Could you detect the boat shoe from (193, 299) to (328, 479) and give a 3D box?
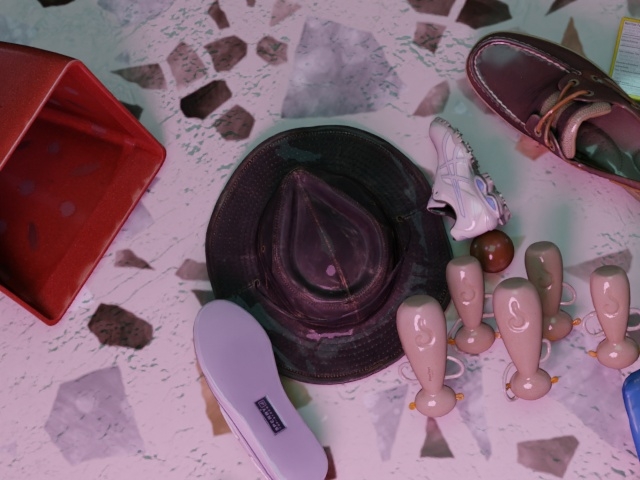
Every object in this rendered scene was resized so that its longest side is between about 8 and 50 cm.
[{"bbox_3d":[-0.082,0.195,1.950,0.095,0.084,0.258,-19,73,-22],"label":"boat shoe"}]

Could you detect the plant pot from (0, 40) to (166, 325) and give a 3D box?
[{"bbox_3d":[-0.394,-0.097,2.004,0.236,0.267,0.267,28,80,29],"label":"plant pot"}]

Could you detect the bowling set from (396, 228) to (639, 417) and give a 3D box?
[{"bbox_3d":[0.233,0.086,1.929,0.287,0.200,0.154,-8,115,10],"label":"bowling set"}]

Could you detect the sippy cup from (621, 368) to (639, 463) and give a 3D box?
[{"bbox_3d":[0.449,0.199,1.761,0.224,0.305,0.240,-14,109,10],"label":"sippy cup"}]

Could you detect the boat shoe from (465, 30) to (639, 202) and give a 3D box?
[{"bbox_3d":[0.316,-0.145,1.959,0.342,0.123,0.123,39,99,13],"label":"boat shoe"}]

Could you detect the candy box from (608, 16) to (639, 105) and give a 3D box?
[{"bbox_3d":[0.460,-0.205,2.016,0.206,0.027,0.105,13,76,11],"label":"candy box"}]

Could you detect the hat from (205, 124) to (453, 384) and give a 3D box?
[{"bbox_3d":[0.000,0.000,1.971,0.331,0.134,0.331,-2,75,8],"label":"hat"}]

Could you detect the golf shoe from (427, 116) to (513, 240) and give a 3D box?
[{"bbox_3d":[0.157,-0.075,1.990,0.086,0.069,0.176,-32,52,6],"label":"golf shoe"}]
